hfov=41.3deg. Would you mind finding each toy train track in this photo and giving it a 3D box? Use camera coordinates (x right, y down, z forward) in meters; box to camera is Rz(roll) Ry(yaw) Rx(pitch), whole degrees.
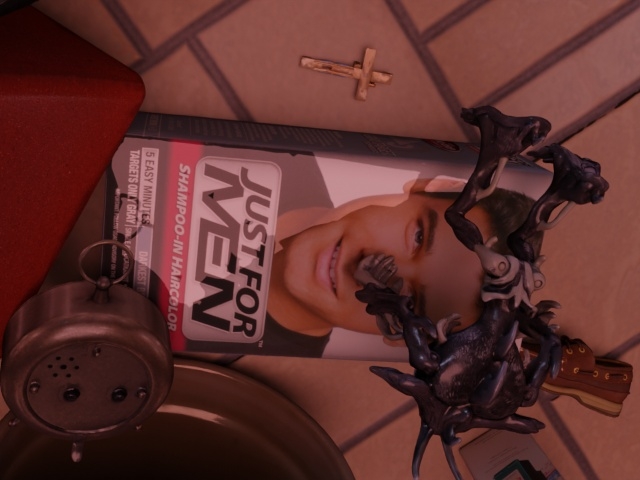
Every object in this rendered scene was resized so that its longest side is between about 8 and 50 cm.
[{"bbox_3d":[0.023,-0.154,0.765,0.083,0.014,0.048,10,113,-6],"label":"toy train track"}]

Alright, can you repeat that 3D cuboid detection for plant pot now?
[{"bbox_3d":[-0.328,-0.070,0.567,0.267,0.236,0.267,33,100,8],"label":"plant pot"},{"bbox_3d":[-0.150,0.314,0.754,0.323,0.323,0.280,10,121,-12],"label":"plant pot"}]

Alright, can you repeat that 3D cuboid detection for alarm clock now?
[{"bbox_3d":[-0.176,0.082,0.651,0.129,0.064,0.192,5,119,-19],"label":"alarm clock"}]

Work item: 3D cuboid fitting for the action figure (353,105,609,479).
[{"bbox_3d":[0.121,0.046,0.662,0.164,0.141,0.275,23,87,-17],"label":"action figure"}]

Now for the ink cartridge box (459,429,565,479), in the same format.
[{"bbox_3d":[0.228,0.291,0.826,0.078,0.231,0.134,-32,110,2],"label":"ink cartridge box"}]

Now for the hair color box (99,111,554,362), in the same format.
[{"bbox_3d":[0.000,0.000,0.757,0.375,0.113,0.185,4,107,-11],"label":"hair color box"}]

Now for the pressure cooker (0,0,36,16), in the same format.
[{"bbox_3d":[-0.224,-0.351,0.454,0.376,0.420,0.369,-9,127,8],"label":"pressure cooker"}]

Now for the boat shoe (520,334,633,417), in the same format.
[{"bbox_3d":[0.246,0.124,0.868,0.178,0.064,0.060,23,98,-22],"label":"boat shoe"}]
